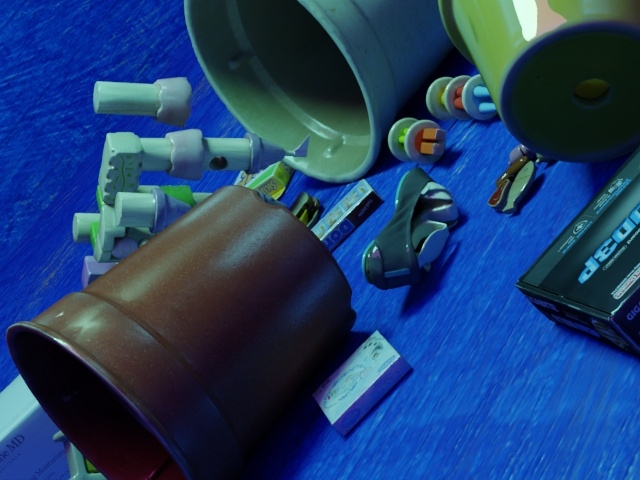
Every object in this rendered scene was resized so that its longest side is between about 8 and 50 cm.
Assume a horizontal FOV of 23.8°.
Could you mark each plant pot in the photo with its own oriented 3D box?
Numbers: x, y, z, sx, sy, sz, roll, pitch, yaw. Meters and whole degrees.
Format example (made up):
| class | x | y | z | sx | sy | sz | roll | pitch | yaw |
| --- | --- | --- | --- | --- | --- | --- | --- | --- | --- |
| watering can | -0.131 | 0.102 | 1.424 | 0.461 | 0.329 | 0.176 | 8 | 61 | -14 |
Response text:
| class | x | y | z | sx | sy | sz | roll | pitch | yaw |
| --- | --- | --- | --- | --- | --- | --- | --- | --- | --- |
| plant pot | 0.237 | -0.208 | 1.414 | 0.254 | 0.254 | 0.239 | -35 | 36 | 30 |
| plant pot | -0.121 | 0.102 | 1.510 | 0.265 | 0.272 | 0.272 | -44 | 15 | -24 |
| plant pot | 0.046 | -0.298 | 1.972 | 0.305 | 0.334 | 0.334 | -42 | 14 | -26 |

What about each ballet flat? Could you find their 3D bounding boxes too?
| class | x | y | z | sx | sy | sz | roll | pitch | yaw |
| --- | --- | --- | --- | --- | --- | --- | --- | --- | --- |
| ballet flat | 0.103 | -0.014 | 1.554 | 0.074 | 0.074 | 0.203 | -34 | 14 | 34 |

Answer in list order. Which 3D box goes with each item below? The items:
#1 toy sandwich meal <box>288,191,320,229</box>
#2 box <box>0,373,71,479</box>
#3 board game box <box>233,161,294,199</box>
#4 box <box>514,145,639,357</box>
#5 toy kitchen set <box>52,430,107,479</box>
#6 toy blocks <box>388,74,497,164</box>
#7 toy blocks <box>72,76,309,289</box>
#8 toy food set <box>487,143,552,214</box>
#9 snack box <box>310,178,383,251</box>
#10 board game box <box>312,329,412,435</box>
| class | x | y | z | sx | sy | sz | roll | pitch | yaw |
| --- | --- | --- | --- | --- | --- | --- | --- | --- | --- |
| toy sandwich meal | -0.034 | -0.025 | 1.949 | 0.085 | 0.029 | 0.085 | -41 | 17 | 16 |
| box | -0.344 | 0.238 | 1.919 | 0.181 | 0.119 | 0.182 | -42 | 17 | 12 |
| board game box | -0.073 | -0.117 | 2.256 | 0.124 | 0.039 | 0.259 | -34 | 23 | 35 |
| box | 0.270 | -0.016 | 1.173 | 0.220 | 0.051 | 0.175 | -47 | 17 | -5 |
| toy kitchen set | -0.216 | 0.177 | 1.694 | 0.122 | 0.166 | 0.207 | -8 | -14 | -30 |
| toy blocks | 0.151 | -0.138 | 1.735 | 0.123 | 0.054 | 0.148 | -48 | 17 | -10 |
| toy blocks | -0.162 | -0.016 | 1.963 | 0.309 | 0.260 | 0.289 | -110 | 29 | -47 |
| toy food set | 0.205 | -0.072 | 1.519 | 0.122 | 0.019 | 0.078 | -59 | 20 | -17 |
| snack box | 0.000 | 0.000 | 1.825 | 0.178 | 0.022 | 0.064 | -44 | 16 | 4 |
| board game box | 0.038 | 0.133 | 1.428 | 0.090 | 0.020 | 0.090 | -45 | 16 | 0 |
